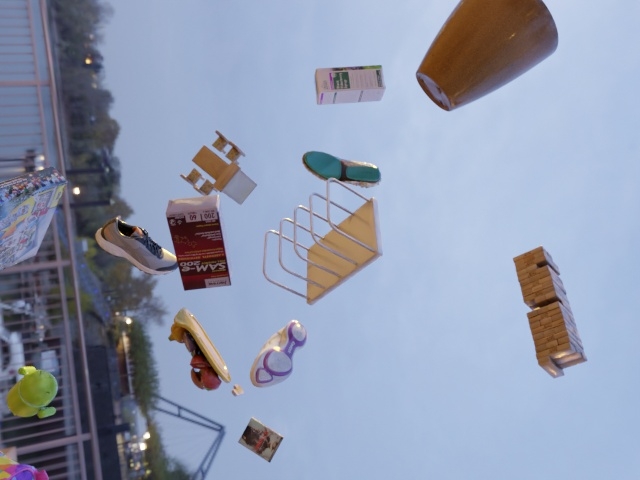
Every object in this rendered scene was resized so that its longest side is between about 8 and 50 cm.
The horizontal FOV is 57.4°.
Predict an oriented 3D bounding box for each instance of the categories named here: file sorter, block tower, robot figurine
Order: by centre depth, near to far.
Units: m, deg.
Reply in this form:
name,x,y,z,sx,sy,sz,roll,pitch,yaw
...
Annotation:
name,x,y,z,sx,sy,sz,roll,pitch,yaw
robot figurine,-0.528,0.280,1.072,0.115,0.067,0.101,-37,-103,33
block tower,0.586,0.176,1.505,0.097,0.091,0.336,-29,-141,32
file sorter,0.000,0.000,1.520,0.277,0.173,0.193,-38,-143,35

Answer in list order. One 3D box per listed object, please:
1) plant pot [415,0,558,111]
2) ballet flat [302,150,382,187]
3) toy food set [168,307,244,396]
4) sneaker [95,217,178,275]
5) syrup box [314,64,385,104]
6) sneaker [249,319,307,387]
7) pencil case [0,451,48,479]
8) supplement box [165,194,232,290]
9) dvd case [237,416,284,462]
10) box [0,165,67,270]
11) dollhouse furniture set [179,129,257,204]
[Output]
name,x,y,z,sx,sy,sz,roll,pitch,yaw
plant pot,0.343,-0.415,1.297,0.237,0.254,0.237,47,2,-2
ballet flat,0.056,-0.191,1.669,0.077,0.240,0.091,134,-32,-68
toy food set,-0.246,0.245,1.185,0.218,0.071,0.128,57,-7,3
sneaker,-0.557,0.021,1.825,0.108,0.271,0.100,-43,-146,25
syrup box,0.099,-0.544,2.048,0.096,0.236,0.093,111,-27,-73
sneaker,-0.149,0.386,1.895,0.152,0.305,0.114,-38,-86,34
pencil case,-0.592,0.403,1.017,0.236,0.104,0.105,13,-65,25
supplement box,-0.306,0.009,1.497,0.073,0.130,0.240,-100,-176,-56
dvd case,-0.183,0.613,1.799,0.087,0.119,0.013,-60,167,-8
box,-0.577,-0.025,1.080,0.044,0.159,0.233,46,-54,5
dollhouse furniture set,-0.362,-0.252,2.057,0.242,0.212,0.161,39,-1,22
